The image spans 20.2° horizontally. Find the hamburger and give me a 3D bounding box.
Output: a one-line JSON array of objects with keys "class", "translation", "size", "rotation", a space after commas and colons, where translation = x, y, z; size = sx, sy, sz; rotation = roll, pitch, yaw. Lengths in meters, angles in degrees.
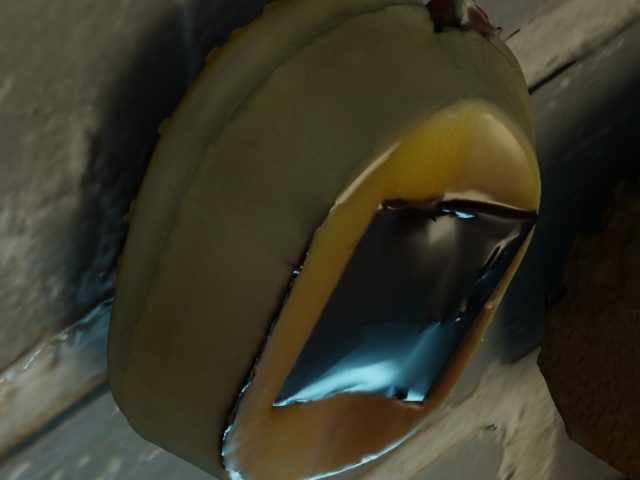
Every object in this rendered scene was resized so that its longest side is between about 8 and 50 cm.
[{"class": "hamburger", "translation": [0.000, 0.000, 0.702], "size": [0.173, 0.116, 0.210], "rotation": [-7, 132, -38]}]

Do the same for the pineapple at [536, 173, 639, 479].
[{"class": "pineapple", "translation": [0.281, -0.027, 0.962], "size": [0.357, 0.223, 0.223], "rotation": [-52, 151, -25]}]
